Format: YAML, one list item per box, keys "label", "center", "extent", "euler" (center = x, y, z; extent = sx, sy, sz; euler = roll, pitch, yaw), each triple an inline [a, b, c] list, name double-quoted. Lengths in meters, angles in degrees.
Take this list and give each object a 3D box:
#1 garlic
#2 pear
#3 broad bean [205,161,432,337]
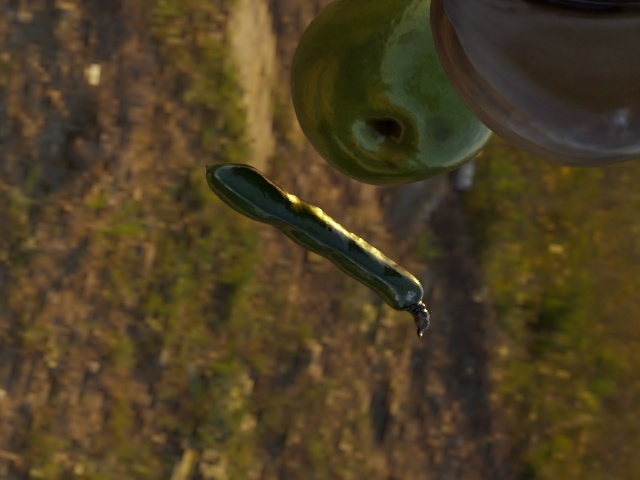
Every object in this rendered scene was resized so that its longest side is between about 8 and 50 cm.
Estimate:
- label: "garlic"
  center: [0.120, -0.151, 0.896]
  extent: [0.160, 0.191, 0.214]
  euler: [-107, -141, -78]
- label: "pear"
  center: [0.072, -0.141, 1.552]
  extent: [0.166, 0.180, 0.216]
  euler: [49, 33, -12]
- label: "broad bean"
  center: [0.001, -0.001, 1.553]
  extent: [0.039, 0.226, 0.069]
  euler: [-53, -169, 17]
